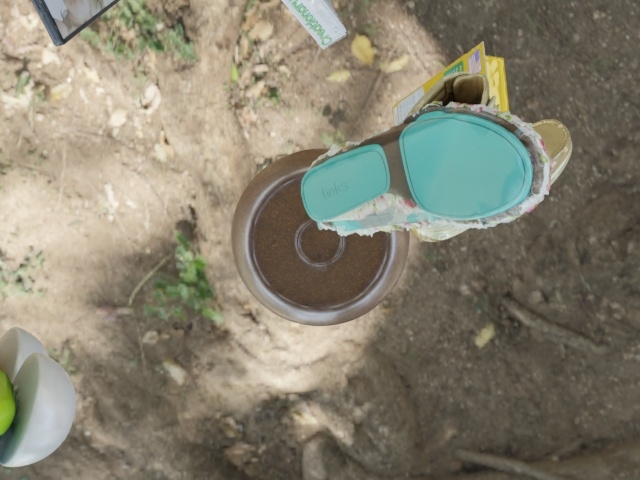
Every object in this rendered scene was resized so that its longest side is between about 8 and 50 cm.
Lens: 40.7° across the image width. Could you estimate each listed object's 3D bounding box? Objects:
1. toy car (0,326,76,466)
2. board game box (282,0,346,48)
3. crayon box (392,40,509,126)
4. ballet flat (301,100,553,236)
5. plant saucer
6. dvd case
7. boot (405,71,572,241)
[{"bbox_3d":[-0.265,0.118,0.578,0.159,0.182,0.136,23,86,-30],"label":"toy car"},{"bbox_3d":[-0.071,-0.445,1.319,0.053,0.193,0.305,-31,152,13],"label":"board game box"},{"bbox_3d":[0.243,-0.195,1.543,0.083,0.203,0.323,2,168,-22],"label":"crayon box"},{"bbox_3d":[0.079,-0.050,0.615,0.077,0.091,0.241,-10,-175,-37],"label":"ballet flat"},{"bbox_3d":[0.000,0.000,0.798,0.168,0.029,0.169,0,98,-1],"label":"plant saucer"},{"bbox_3d":[-0.391,-0.433,1.354,0.022,0.253,0.180,-10,120,22],"label":"dvd case"},{"bbox_3d":[0.217,-0.131,1.091,0.262,0.095,0.203,-28,140,-14],"label":"boot"}]
